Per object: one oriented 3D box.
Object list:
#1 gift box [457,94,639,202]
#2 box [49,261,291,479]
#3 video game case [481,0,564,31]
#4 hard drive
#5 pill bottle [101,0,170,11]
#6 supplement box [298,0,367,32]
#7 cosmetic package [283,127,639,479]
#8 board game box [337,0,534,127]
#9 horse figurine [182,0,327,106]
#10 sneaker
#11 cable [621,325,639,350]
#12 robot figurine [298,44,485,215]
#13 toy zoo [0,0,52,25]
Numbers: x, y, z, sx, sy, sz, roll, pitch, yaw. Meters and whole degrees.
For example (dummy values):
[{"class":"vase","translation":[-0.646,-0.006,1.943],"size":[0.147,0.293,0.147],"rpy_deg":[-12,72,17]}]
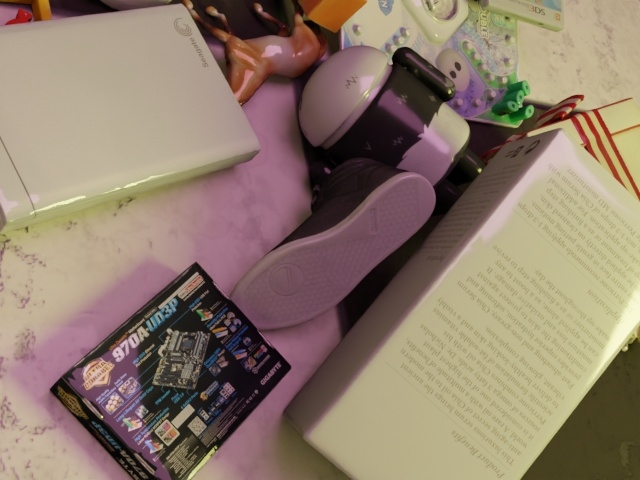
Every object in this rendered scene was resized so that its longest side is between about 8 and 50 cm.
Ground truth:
[{"class":"gift box","translation":[0.382,-0.065,1.300],"size":[0.276,0.255,0.258],"rpy_deg":[-20,80,-33]},{"class":"box","translation":[-0.160,0.154,0.954],"size":[0.175,0.051,0.220],"rpy_deg":[48,50,-3]},{"class":"video game case","translation":[0.352,-0.486,1.473],"size":[0.194,0.023,0.212],"rpy_deg":[5,81,-35]},{"class":"hard drive","translation":[-0.264,-0.162,1.017],"size":[0.353,0.047,0.233],"rpy_deg":[-22,80,-41]},{"class":"pill bottle","translation":[-0.252,-0.430,1.156],"size":[0.121,0.121,0.216],"rpy_deg":[12,60,-28]},{"class":"supplement box","translation":[-0.018,-0.435,1.302],"size":[0.080,0.078,0.233],"rpy_deg":[13,45,-49]},{"class":"cosmetic package","translation":[0.192,0.113,1.004],"size":[0.230,0.161,0.453],"rpy_deg":[42,81,-8]},{"class":"board game box","translation":[0.200,-0.402,1.406],"size":[0.390,0.050,0.389],"rpy_deg":[3,82,-33]},{"class":"horse figurine","translation":[-0.081,-0.285,1.230],"size":[0.263,0.066,0.174],"rpy_deg":[-20,71,-35]},{"class":"sneaker","translation":[0.000,0.000,1.092],"size":[0.296,0.147,0.104],"rpy_deg":[-36,115,-2]},{"class":"cable","translation":[0.543,0.084,1.469],"size":[0.140,0.072,0.287],"rpy_deg":[34,38,8]},{"class":"robot figurine","translation":[0.099,-0.152,1.210],"size":[0.278,0.173,0.209],"rpy_deg":[38,37,-11]},{"class":"toy zoo","translation":[-0.409,-0.226,1.005],"size":[0.192,0.030,0.293],"rpy_deg":[-4,69,-34]}]
